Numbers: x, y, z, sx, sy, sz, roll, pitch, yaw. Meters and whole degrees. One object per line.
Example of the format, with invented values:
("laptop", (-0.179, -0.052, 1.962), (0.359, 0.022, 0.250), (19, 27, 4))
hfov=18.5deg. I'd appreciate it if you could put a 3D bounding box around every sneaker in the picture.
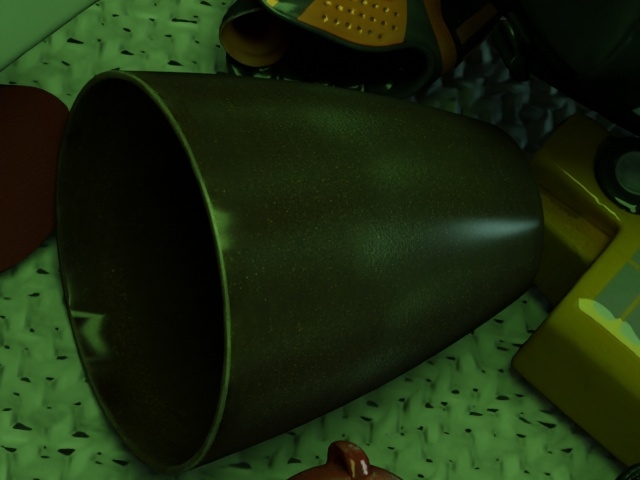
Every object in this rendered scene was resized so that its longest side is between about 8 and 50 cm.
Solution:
("sneaker", (-0.036, -0.209, 1.212), (0.321, 0.124, 0.180), (36, 61, 4))

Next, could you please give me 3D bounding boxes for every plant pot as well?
("plant pot", (0.000, 0.000, 1.090), (0.230, 0.215, 0.215), (-10, 68, -29))

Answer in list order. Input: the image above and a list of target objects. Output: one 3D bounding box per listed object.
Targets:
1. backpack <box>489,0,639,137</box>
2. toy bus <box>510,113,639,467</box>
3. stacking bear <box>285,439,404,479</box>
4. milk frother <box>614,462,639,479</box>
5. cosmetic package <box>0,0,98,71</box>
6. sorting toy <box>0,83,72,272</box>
("backpack", (0.279, -0.139, 1.150), (0.355, 0.273, 0.290), (38, 16, -32))
("toy bus", (0.232, 0.081, 1.155), (0.332, 0.108, 0.130), (41, 64, 6))
("stacking bear", (0.041, 0.248, 1.004), (0.164, 0.175, 0.289), (-13, 62, -18))
("milk frother", (0.196, 0.201, 1.055), (0.129, 0.134, 0.143), (0, 96, -42))
("cosmetic package", (-0.360, -0.075, 0.981), (0.453, 0.230, 0.161), (-41, 121, -28))
("sorting toy", (-0.312, 0.005, 1.069), (0.365, 0.127, 0.126), (-34, 50, -24))
